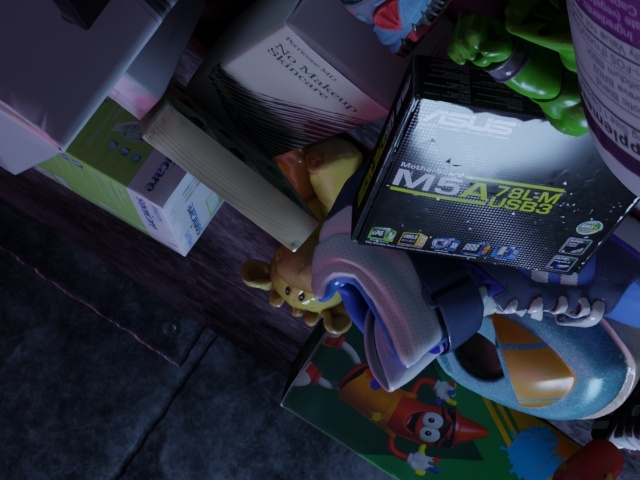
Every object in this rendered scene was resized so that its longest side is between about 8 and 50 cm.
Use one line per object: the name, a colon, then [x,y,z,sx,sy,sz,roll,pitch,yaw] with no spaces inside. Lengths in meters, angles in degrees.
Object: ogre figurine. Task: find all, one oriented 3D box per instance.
ogre figurine: [0.183,-0.104,0.577,0.197,0.096,0.118,-23,145,17]

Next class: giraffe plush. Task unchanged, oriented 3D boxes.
giraffe plush: [0.000,0.000,1.138,0.181,0.170,0.210,23,162,33]

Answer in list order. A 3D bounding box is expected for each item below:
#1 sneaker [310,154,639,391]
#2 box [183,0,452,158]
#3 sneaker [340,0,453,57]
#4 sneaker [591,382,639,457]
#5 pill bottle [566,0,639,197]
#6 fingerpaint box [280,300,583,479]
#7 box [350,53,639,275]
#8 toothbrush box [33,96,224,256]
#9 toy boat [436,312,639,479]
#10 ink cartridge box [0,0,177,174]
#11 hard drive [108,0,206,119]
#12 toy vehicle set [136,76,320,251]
sneaker: [0.146,0.053,0.881,0.323,0.236,0.130,35,165,-7]
box: [-0.015,-0.150,0.853,0.113,0.094,0.275,37,165,-16]
sneaker: [0.041,-0.194,0.590,0.125,0.104,0.262,36,164,-2]
sneaker: [0.429,0.217,1.126,0.163,0.106,0.281,25,172,-5]
pill bottle: [0.178,-0.106,0.385,0.169,0.169,0.301,22,153,36]
fingerpaint box: [0.144,0.232,1.392,0.371,0.163,0.445,33,179,0]
box: [0.133,-0.047,0.736,0.191,0.045,0.184,9,150,-9]
toothbrush box: [-0.290,-0.120,1.444,0.283,0.122,0.206,31,164,12]
toy boat: [0.228,0.165,1.072,0.267,0.148,0.318,2,120,54]
ink cartridge box: [-0.160,-0.186,0.691,0.114,0.272,0.197,39,164,-19]
hard drive: [-0.241,-0.253,0.851,0.307,0.203,0.040,38,121,-19]
toy vehicle set: [-0.101,-0.090,0.964,0.166,0.035,0.267,38,-174,-22]
